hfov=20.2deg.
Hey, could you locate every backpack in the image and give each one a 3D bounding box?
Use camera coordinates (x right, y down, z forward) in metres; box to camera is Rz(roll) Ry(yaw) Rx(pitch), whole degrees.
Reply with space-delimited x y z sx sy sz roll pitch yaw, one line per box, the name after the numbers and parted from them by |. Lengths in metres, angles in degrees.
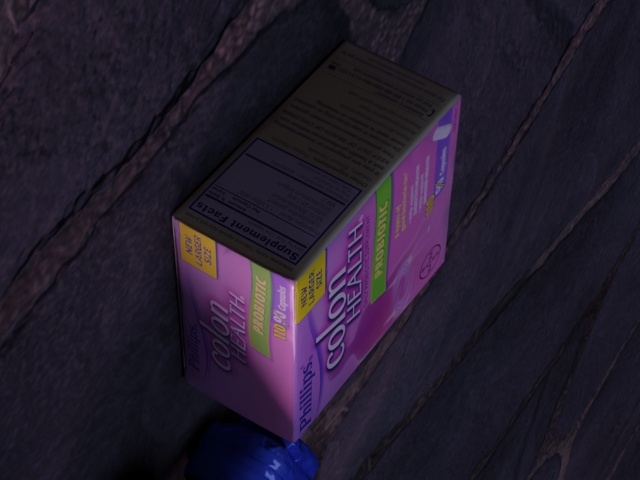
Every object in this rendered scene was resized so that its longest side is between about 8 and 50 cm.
-0.064 0.208 1.621 0.120 0.098 0.101 47 62 -55 | backpack

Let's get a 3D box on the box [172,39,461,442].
0.000 0.000 1.479 0.243 0.117 0.213 -47 154 -33 | box
